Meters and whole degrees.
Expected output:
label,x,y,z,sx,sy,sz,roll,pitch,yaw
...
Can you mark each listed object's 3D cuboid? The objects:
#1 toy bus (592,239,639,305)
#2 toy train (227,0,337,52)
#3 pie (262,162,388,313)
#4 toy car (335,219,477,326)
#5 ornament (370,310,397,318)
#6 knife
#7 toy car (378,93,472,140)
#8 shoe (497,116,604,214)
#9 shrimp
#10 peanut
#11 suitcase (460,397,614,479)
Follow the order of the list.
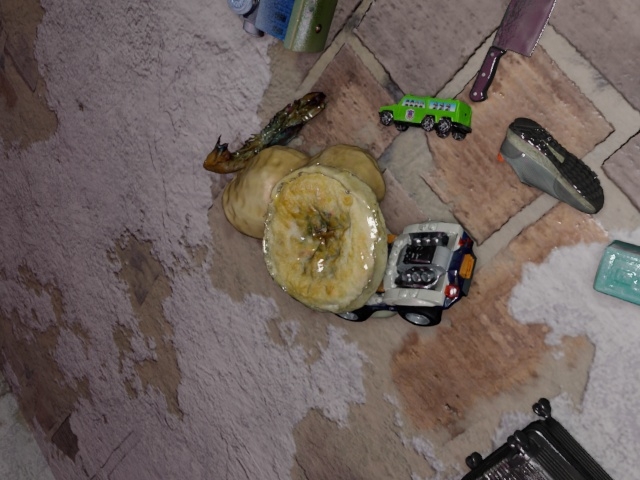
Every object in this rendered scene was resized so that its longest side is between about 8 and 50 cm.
label,x,y,z,sx,sy,sz,roll,pitch,yaw
toy bus,0.522,0.075,0.886,0.262,0.109,0.091,20,107,34
toy train,-0.055,-0.513,1.196,0.202,0.131,0.299,34,121,26
pie,0.000,0.000,1.116,0.274,0.055,0.274,6,100,37
toy car,0.135,0.046,1.146,0.301,0.118,0.193,-3,57,42
ornament,0.140,0.114,1.230,0.156,0.081,0.075,-5,107,36
knife,0.312,-0.327,1.012,0.072,0.019,0.245,35,119,27
toy car,0.183,-0.218,1.116,0.165,0.071,0.062,16,96,36
shoe,0.357,-0.105,1.003,0.194,0.074,0.077,51,139,21
shrimp,-0.119,-0.211,1.274,0.290,0.222,0.054,-31,85,32
peanut,-0.041,-0.100,1.266,0.387,0.169,0.192,-5,107,37
suitcase,0.399,0.475,1.064,0.335,0.152,0.229,48,128,17
